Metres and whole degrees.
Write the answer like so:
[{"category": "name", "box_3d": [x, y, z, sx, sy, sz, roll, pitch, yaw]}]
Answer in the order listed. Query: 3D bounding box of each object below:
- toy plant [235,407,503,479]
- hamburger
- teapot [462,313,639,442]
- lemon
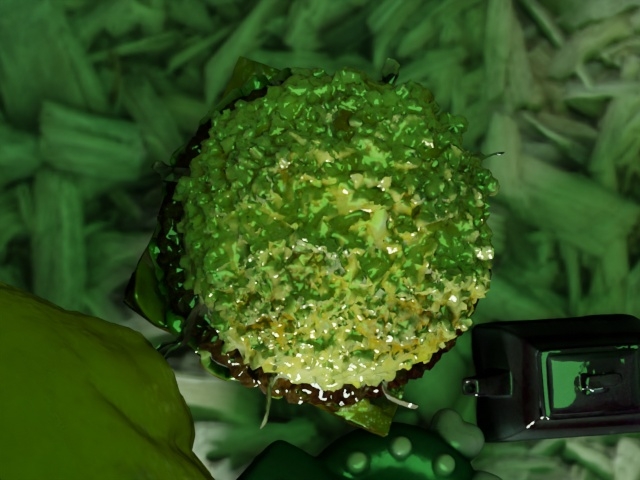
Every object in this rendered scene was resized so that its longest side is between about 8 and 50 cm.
[{"category": "toy plant", "box_3d": [0.036, 0.238, 1.195, 0.233, 0.112, 0.243, -20, 80, -14]}, {"category": "hamburger", "box_3d": [0.000, 0.000, 1.184, 0.243, 0.139, 0.261, 24, 79, -7]}, {"category": "teapot", "box_3d": [0.178, 0.096, 1.243, 0.177, 0.096, 0.087, -2, 87, -13]}, {"category": "lemon", "box_3d": [-0.214, 0.192, 1.039, 0.348, 0.348, 0.348, 1, 87, -12]}]
